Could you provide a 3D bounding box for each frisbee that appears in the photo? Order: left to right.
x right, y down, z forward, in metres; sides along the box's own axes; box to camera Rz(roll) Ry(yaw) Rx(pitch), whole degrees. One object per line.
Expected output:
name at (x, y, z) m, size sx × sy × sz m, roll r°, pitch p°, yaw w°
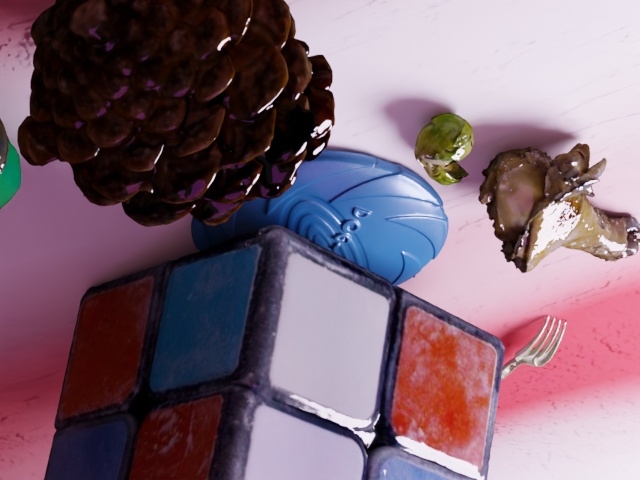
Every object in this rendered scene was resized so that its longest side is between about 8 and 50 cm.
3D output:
frisbee at (0.000, 0.000, 1.793) m, size 0.242 × 0.045 × 0.242 m, roll -2°, pitch 145°, yaw -1°

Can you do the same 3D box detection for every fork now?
fork at (0.188, 0.144, 2.024) m, size 0.034 × 0.028 × 0.219 m, roll 13°, pitch 144°, yaw -26°

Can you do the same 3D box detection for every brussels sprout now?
brussels sprout at (0.107, -0.076, 1.678) m, size 0.051 × 0.046 × 0.083 m, roll 5°, pitch 147°, yaw 2°

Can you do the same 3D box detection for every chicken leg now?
chicken leg at (0.217, -0.019, 1.742) m, size 0.125 × 0.080 × 0.196 m, roll -25°, pitch 142°, yaw 12°

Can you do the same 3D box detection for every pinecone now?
pinecone at (-0.109, -0.112, 1.471) m, size 0.224 × 0.224 × 0.272 m, roll -13°, pitch 156°, yaw 18°

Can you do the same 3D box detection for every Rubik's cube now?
Rubik's cube at (-0.050, 0.206, 1.813) m, size 0.316 × 0.313 × 0.318 m, roll 27°, pitch 151°, yaw -35°

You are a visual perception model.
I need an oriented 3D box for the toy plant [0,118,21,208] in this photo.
toy plant at (-0.325, -0.076, 1.622) m, size 0.143 × 0.105 × 0.200 m, roll 15°, pitch 160°, yaw 2°
